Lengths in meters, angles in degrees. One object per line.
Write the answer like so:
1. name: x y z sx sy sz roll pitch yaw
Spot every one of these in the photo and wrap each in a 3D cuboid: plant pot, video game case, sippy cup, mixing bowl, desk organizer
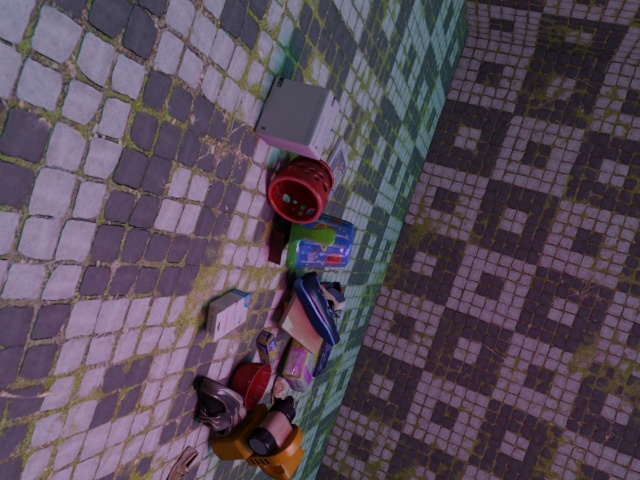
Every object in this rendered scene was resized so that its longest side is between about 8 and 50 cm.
1. plant pot: -0.054 -0.180 1.634 0.191 0.191 0.174 88 23 -46
2. video game case: 0.060 -0.298 2.075 0.201 0.023 0.183 -64 159 -19
3. sippy cup: 0.000 0.000 1.786 0.305 0.224 0.239 -87 -173 -60
4. mixing bowl: -0.271 0.530 1.854 0.181 0.098 0.181 -53 154 -42
5. desk organizer: -0.148 0.019 1.773 0.047 0.050 0.130 -36 141 -58

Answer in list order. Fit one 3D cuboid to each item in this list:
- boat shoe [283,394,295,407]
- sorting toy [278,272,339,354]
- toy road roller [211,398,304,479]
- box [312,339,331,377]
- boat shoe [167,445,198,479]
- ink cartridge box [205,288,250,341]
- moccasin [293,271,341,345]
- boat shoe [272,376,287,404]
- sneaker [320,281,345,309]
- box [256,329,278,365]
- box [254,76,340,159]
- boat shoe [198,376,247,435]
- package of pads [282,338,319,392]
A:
1. boat shoe: -0.193 0.836 2.377 0.233 0.084 0.079 -48 151 -42
2. sorting toy: -0.066 0.307 2.093 0.257 0.090 0.255 49 57 -39
3. toy road roller: -0.211 0.757 1.834 0.240 0.330 0.202 62 36 -12
4. box: -0.020 0.583 2.566 0.153 0.108 0.207 -2 110 -70
5. boat shoe: -0.458 0.757 1.648 0.135 0.045 0.050 -59 157 -30
6. ink cartridge box: -0.300 0.232 1.550 0.181 0.062 0.104 -29 135 -63
7. moccasin: 0.016 0.280 2.007 0.117 0.138 0.341 -38 121 -27
8. boat shoe: -0.192 0.704 2.285 0.059 0.063 0.170 -55 157 -52
9. sneaker: 0.000 0.276 2.344 0.350 0.131 0.148 -15 101 -60
10. box: -0.213 0.434 1.987 0.059 0.054 0.168 -55 155 -37
11. box: -0.065 -0.355 1.444 0.180 0.182 0.119 -69 161 -3
12. boat shoe: -0.339 0.578 1.672 0.130 0.132 0.355 -59 157 -30
13. package of pads: -0.080 0.537 2.323 0.229 0.101 0.296 77 26 -57
